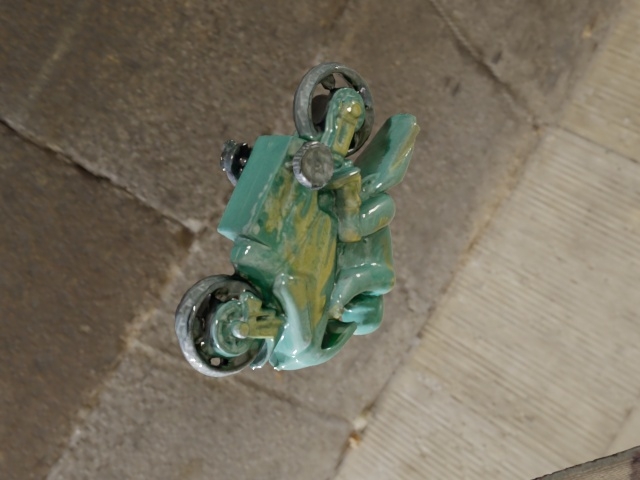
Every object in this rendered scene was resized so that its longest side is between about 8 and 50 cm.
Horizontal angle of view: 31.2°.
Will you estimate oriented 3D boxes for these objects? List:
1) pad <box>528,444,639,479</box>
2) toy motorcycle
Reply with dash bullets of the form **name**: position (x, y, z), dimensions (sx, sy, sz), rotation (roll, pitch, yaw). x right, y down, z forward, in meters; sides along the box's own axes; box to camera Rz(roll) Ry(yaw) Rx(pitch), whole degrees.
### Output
- **pad**: position (0.224, 0.124, 0.472), dimensions (0.220, 0.330, 0.004), rotation (43, 35, -32)
- **toy motorcycle**: position (0.001, -0.002, 0.989), dimensions (0.198, 0.109, 0.296), rotation (32, 74, -36)
